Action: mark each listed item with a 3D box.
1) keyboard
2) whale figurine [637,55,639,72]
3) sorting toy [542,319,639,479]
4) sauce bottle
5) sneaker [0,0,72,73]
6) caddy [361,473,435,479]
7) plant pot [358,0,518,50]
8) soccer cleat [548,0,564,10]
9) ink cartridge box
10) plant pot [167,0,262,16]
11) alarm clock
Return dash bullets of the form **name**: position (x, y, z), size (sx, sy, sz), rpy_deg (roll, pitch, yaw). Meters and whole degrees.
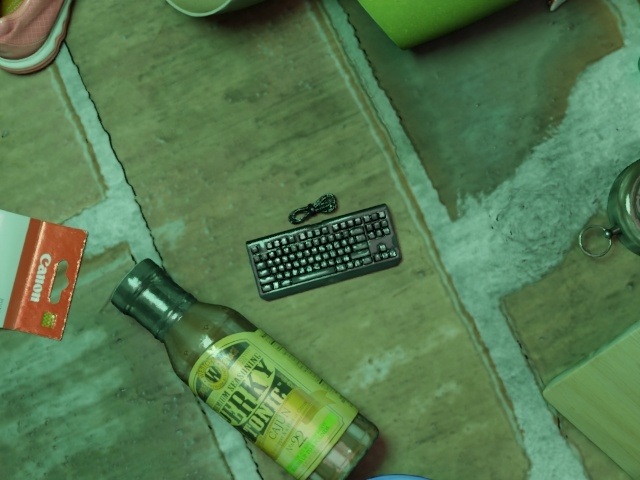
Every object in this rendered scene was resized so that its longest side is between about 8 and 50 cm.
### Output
- **keyboard**: position (0.000, 0.000, 1.206), size (0.180, 0.023, 0.108), rpy_deg (-15, 84, -1)
- **whale figurine**: position (0.459, -0.322, 1.165), size (0.216, 0.141, 0.272), rpy_deg (15, 85, 3)
- **sorting toy**: position (0.425, 0.180, 1.077), size (0.257, 0.255, 0.089), rpy_deg (42, 52, 3)
- **sauce bottle**: position (-0.095, 0.154, 1.149), size (0.344, 0.111, 0.111), rpy_deg (37, 86, 6)
- **sneaker**: position (-0.332, -0.361, 1.196), size (0.115, 0.136, 0.314), rpy_deg (17, 85, 2)
- **caddy**: position (0.105, 0.422, 1.081), size (0.241, 0.179, 0.341), rpy_deg (-21, 84, 0)
- **plant pot**: position (0.164, -0.368, 1.137), size (0.293, 0.275, 0.275), rpy_deg (-39, 84, 13)
- **soccer cleat**: position (0.316, -0.317, 1.226), size (0.035, 0.029, 0.083), rpy_deg (34, 81, 9)
- **ink cartridge box**: position (-0.392, 0.035, 1.204), size (0.179, 0.045, 0.146), rpy_deg (13, 85, 5)
- **plant pot**: position (-0.072, -0.412, 1.150), size (0.190, 0.284, 0.284), rpy_deg (-14, 82, -36)
- **alarm clock**: position (0.398, -0.033, 1.180), size (0.192, 0.064, 0.129), rpy_deg (-27, 84, 2)
